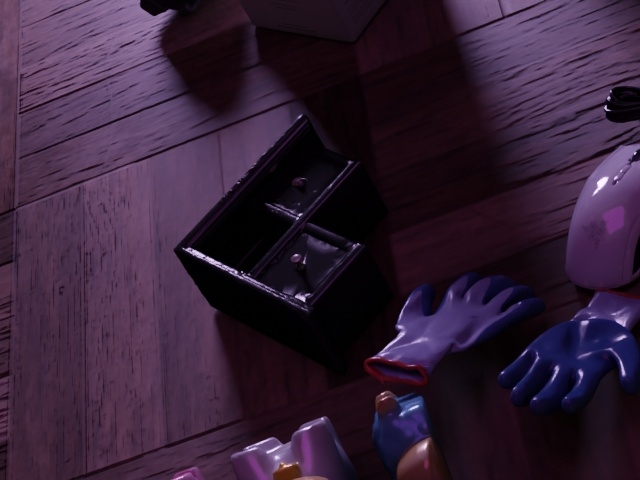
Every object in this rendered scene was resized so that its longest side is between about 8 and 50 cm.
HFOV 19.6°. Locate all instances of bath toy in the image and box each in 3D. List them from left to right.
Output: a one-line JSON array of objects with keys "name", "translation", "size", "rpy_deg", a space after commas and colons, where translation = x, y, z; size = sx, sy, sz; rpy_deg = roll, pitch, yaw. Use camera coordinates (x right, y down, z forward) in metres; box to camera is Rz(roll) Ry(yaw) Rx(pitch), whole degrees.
[{"name": "bath toy", "translation": [-0.075, 0.215, 1.222], "size": [0.348, 0.129, 0.151], "rpy_deg": [-21, -2, 8]}]

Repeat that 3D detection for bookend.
[{"name": "bookend", "translation": [0.000, 0.000, 1.416], "size": [0.157, 0.072, 0.156], "rpy_deg": [26, 65, 43]}]

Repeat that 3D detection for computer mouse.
[{"name": "computer mouse", "translation": [0.231, -0.047, 1.349], "size": [0.106, 0.042, 0.193], "rpy_deg": [7, 54, 33]}]

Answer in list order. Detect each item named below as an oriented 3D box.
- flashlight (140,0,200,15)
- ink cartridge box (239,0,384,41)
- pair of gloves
[{"name": "flashlight", "translation": [-0.085, -0.354, 1.787], "size": [0.103, 0.103, 0.304], "rpy_deg": [4, 51, 29]}, {"name": "ink cartridge box", "translation": [-0.018, -0.285, 1.622], "size": [0.127, 0.176, 0.128], "rpy_deg": [16, 59, 39]}, {"name": "pair of gloves", "translation": [0.137, 0.069, 1.268], "size": [0.198, 0.023, 0.159], "rpy_deg": [12, 32, 31]}]
